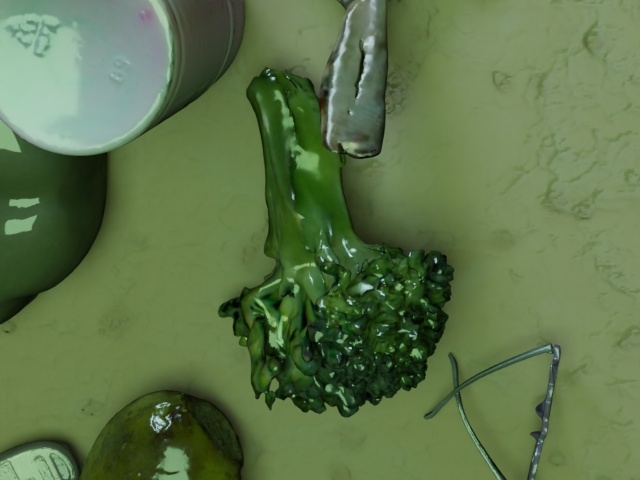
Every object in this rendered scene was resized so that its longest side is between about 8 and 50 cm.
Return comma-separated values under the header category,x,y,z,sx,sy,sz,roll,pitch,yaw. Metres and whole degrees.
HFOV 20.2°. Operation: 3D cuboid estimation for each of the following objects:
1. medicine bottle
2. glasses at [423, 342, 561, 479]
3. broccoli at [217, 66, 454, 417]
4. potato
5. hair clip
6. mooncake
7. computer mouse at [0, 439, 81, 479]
category,x,y,z,sx,sy,sz,roll,pitch,yaw
medicine bottle,-0.152,-0.159,1.369,0.152,0.254,0.152,2,103,9
glasses,0.138,0.141,1.489,0.103,0.062,0.140,14,104,8
broccoli,-0.006,0.014,1.469,0.275,0.177,0.198,62,144,22
potato,-0.138,0.244,1.532,0.149,0.113,0.251,13,105,7
hair clip,0.035,-0.210,1.411,0.173,0.069,0.300,6,85,2
mooncake,-0.309,-0.053,1.487,0.275,0.135,0.275,3,107,12
computer mouse,-0.256,0.210,1.585,0.096,0.039,0.066,-23,98,6
